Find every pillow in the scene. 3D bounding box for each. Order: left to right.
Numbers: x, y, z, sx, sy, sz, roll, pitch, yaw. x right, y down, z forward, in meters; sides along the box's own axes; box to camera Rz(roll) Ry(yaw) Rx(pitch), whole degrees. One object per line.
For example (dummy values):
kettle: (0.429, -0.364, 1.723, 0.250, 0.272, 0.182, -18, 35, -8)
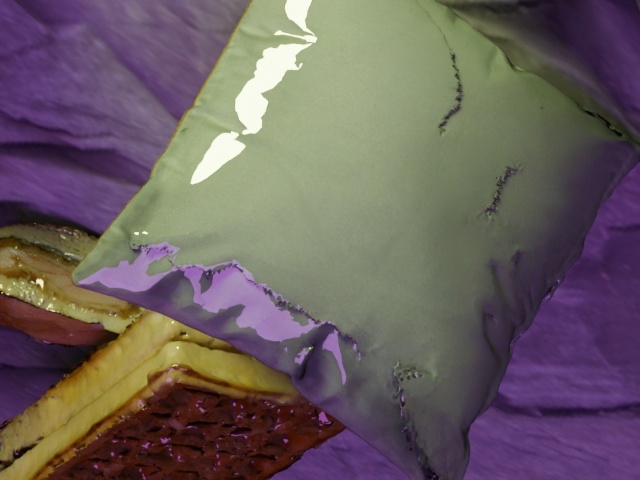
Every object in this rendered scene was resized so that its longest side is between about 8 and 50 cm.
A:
pillow: (0.038, -0.026, 1.002, 0.312, 0.310, 0.119, 34, 171, -17)

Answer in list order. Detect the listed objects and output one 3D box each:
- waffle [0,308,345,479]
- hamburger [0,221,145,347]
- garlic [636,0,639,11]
waffle: (-0.128, 0.160, 1.287, 0.213, 0.091, 0.308, 14, 142, -37)
hamburger: (-0.221, 0.044, 1.281, 0.176, 0.087, 0.102, 16, 153, -12)
garlic: (0.269, -0.147, 0.902, 0.143, 0.178, 0.229, 21, 125, 44)
